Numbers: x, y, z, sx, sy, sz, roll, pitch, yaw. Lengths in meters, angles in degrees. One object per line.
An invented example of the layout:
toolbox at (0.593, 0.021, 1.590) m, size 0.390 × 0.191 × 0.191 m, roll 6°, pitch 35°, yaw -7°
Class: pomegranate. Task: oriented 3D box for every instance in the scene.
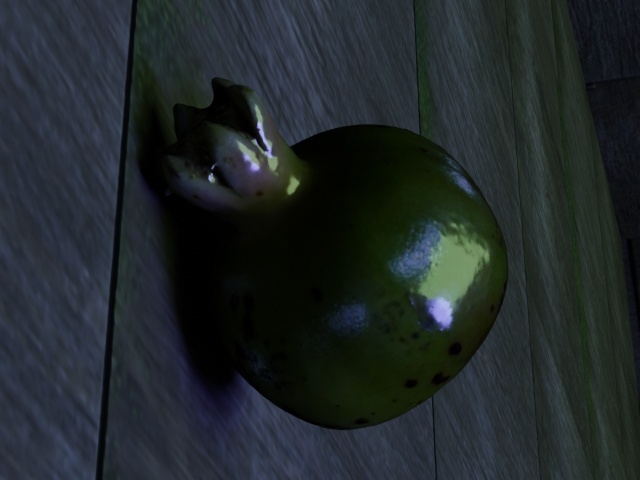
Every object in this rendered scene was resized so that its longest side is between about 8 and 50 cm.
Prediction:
pomegranate at (0.000, 0.000, 0.627) m, size 0.142 × 0.114 × 0.114 m, roll 44°, pitch 31°, yaw -27°
